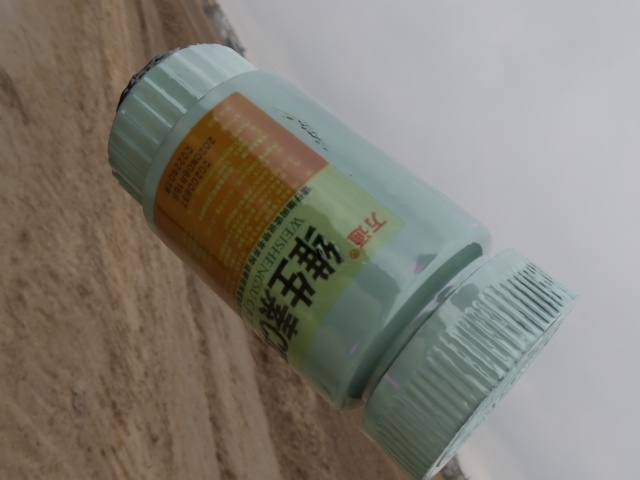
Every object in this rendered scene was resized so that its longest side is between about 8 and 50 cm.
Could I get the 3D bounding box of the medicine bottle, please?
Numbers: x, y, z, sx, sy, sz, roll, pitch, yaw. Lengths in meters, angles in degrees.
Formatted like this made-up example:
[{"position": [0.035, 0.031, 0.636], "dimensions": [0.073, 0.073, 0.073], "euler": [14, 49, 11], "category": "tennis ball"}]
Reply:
[{"position": [0.000, 0.000, 0.479], "dimensions": [0.318, 0.158, 0.158], "euler": [41, -8, 22], "category": "medicine bottle"}]
